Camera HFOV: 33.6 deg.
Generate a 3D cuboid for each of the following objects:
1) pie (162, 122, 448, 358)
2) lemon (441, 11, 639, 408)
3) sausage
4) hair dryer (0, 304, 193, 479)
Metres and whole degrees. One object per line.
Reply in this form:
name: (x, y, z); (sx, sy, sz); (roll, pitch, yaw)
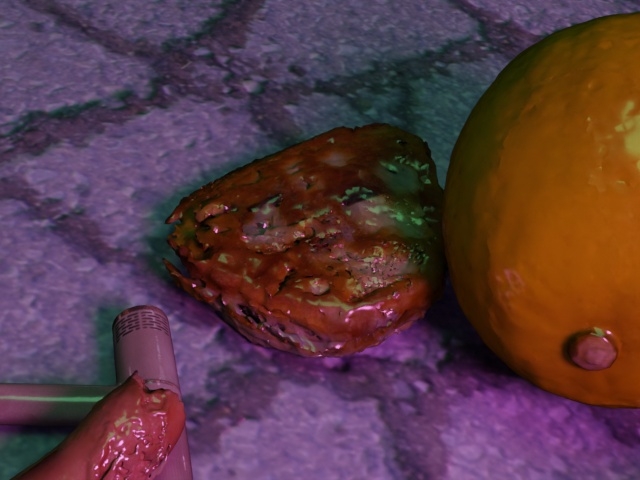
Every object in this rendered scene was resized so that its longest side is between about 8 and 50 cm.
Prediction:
pie: (0.000, -0.001, 1.020); (0.308, 0.085, 0.308); (1, 44, -1)
lemon: (0.265, -0.023, 0.911); (0.348, 0.348, 0.348); (4, 41, -4)
sausage: (-0.221, 0.201, 0.735); (0.304, 0.078, 0.078); (-35, 55, -18)
hair dryer: (-0.219, 0.146, 0.843); (0.220, 0.053, 0.195); (-5, 43, -13)
